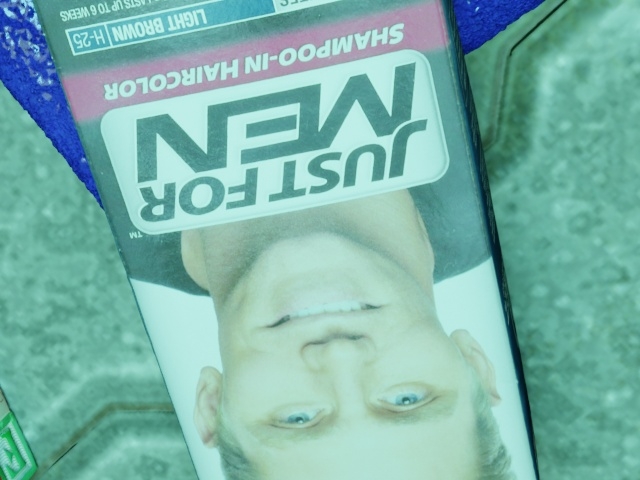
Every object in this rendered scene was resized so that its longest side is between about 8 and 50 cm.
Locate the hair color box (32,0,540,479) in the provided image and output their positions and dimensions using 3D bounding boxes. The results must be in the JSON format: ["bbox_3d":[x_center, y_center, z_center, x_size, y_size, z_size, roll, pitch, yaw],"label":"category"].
[{"bbox_3d":[0.000,0.000,0.666,0.173,0.105,0.347,-11,119,9],"label":"hair color box"}]

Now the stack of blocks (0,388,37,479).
[{"bbox_3d":[-0.349,0.123,0.830,0.297,0.087,0.171,-19,103,16],"label":"stack of blocks"}]

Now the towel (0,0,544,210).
[{"bbox_3d":[-0.039,-0.148,0.689,0.308,0.076,0.228,-35,97,19],"label":"towel"}]
